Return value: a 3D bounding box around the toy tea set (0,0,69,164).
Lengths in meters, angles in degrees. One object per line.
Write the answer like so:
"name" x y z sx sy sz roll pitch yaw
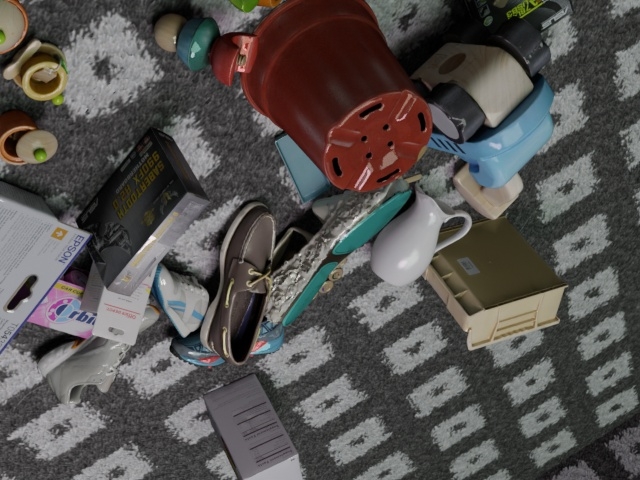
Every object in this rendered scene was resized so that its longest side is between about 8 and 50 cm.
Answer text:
"toy tea set" -0.467 -0.232 1.485 0.200 0.124 0.336 -34 141 1

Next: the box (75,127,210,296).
"box" -0.307 -0.048 1.740 0.231 0.183 0.056 -47 139 18

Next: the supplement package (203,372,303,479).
"supplement package" -0.153 0.450 2.311 0.133 0.244 0.139 -23 139 -13

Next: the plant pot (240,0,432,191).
"plant pot" 0.039 -0.237 1.717 0.272 0.265 0.272 -19 139 -17

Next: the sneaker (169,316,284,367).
"sneaker" -0.197 0.181 2.143 0.261 0.104 0.125 -10 118 -32

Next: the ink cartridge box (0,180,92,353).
"ink cartridge box" -0.609 0.036 1.701 0.330 0.071 0.324 25 113 -44

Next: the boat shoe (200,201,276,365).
"boat shoe" -0.144 0.087 2.000 0.116 0.096 0.324 4 110 -45

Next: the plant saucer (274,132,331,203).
"plant saucer" -0.034 -0.147 1.957 0.067 0.018 0.192 -30 140 -4

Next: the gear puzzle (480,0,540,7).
"gear puzzle" 0.295 -0.502 1.761 0.339 0.044 0.175 11 117 -33

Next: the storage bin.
"storage bin" 0.367 0.089 2.282 0.260 0.262 0.123 -14 136 -22

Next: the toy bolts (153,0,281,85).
"toy bolts" -0.162 -0.376 1.581 0.218 0.158 0.228 -47 157 -62

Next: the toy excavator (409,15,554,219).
"toy excavator" 0.316 -0.185 1.946 0.222 0.433 0.445 -44 116 -10

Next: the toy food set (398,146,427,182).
"toy food set" 0.162 -0.197 2.032 0.132 0.038 0.192 -15 132 -31

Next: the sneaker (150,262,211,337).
"sneaker" -0.278 0.099 1.999 0.092 0.087 0.229 -35 149 -9

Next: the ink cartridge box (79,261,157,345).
"ink cartridge box" -0.369 0.090 1.860 0.104 0.061 0.181 24 76 -46

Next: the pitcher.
"pitcher" 0.216 0.002 2.192 0.177 0.125 0.207 24 108 -29

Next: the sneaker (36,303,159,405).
"sneaker" -0.413 0.225 1.982 0.262 0.121 0.099 -33 163 4

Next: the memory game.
"memory game" -0.025 0.069 2.190 0.186 0.012 0.186 -19 139 -17

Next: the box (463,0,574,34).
"box" 0.369 -0.446 1.903 0.190 0.045 0.184 -34 138 1

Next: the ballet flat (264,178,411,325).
"ballet flat" 0.000 0.000 2.038 0.409 0.147 0.147 -47 139 17

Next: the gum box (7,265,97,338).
"gum box" -0.471 0.106 1.881 0.107 0.062 0.188 -46 139 16
